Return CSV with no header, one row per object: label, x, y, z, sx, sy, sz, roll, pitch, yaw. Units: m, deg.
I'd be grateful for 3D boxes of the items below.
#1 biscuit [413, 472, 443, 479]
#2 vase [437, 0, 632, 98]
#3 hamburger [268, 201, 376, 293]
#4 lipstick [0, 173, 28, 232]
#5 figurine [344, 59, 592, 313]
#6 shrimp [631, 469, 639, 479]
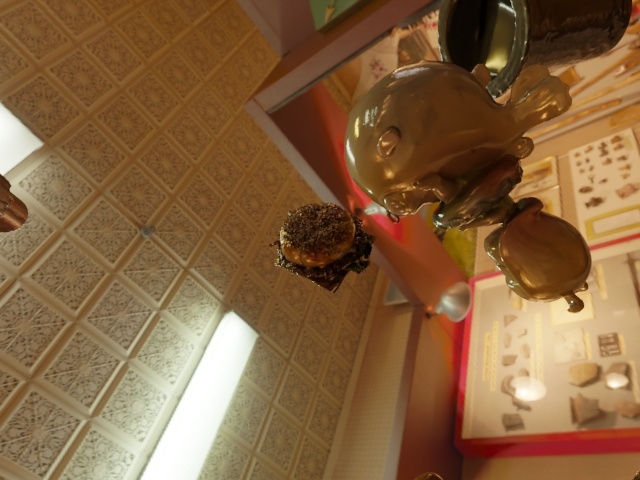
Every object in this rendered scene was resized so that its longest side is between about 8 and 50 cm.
biscuit,0.071,0.376,0.545,0.208,0.047,0.164,-24,-50,-51
vase,0.406,-0.403,0.902,0.291,0.245,0.245,-16,-96,-17
hamburger,0.004,-0.001,0.866,0.164,0.189,0.093,-61,-27,-30
lipstick,-0.377,-0.079,0.473,0.300,0.081,0.081,100,164,-71
figurine,0.222,-0.074,0.633,0.394,0.274,0.226,49,-144,2
shrimp,0.399,0.343,0.571,0.042,0.101,0.190,-41,-41,-82
